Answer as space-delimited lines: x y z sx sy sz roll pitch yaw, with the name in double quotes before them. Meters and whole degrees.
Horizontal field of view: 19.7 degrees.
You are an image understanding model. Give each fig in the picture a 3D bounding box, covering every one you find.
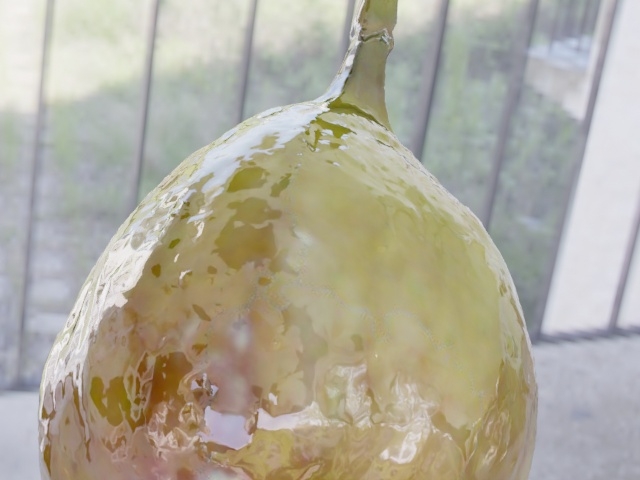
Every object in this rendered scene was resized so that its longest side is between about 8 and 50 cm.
"fig" 0.000 0.000 0.604 0.159 0.159 0.257 12 68 6
